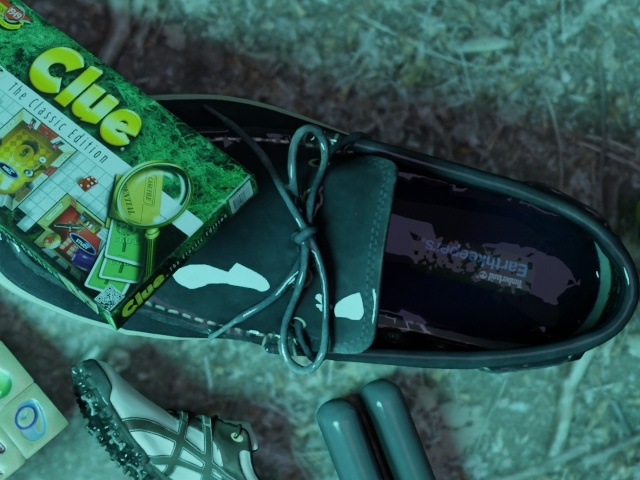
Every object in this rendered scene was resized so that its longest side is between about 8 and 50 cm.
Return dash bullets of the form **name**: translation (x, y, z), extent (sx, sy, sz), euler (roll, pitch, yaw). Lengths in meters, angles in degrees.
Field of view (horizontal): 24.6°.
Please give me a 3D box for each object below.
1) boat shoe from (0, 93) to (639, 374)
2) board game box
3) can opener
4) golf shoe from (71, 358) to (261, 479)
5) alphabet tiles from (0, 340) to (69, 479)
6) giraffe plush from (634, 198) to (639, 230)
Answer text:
- **boat shoe**: translation (0.000, 0.000, 1.059), extent (0.500, 0.156, 0.186), euler (10, 91, -12)
- **board game box**: translation (-0.181, -0.064, 0.993), extent (0.260, 0.030, 0.136), euler (36, 69, 22)
- **can opener**: translation (0.082, 0.248, 1.120), extent (0.076, 0.095, 0.283), euler (-23, 98, -12)
- **golf shoe**: translation (-0.103, 0.150, 1.089), extent (0.094, 0.077, 0.198), euler (-43, 108, -19)
- **alphabet tiles**: translation (-0.331, 0.131, 1.032), extent (0.237, 0.009, 0.198), euler (-40, 85, -8)
- **giraffe plush**: translation (0.328, 0.073, 1.147), extent (0.181, 0.210, 0.170), euler (6, 119, 1)
